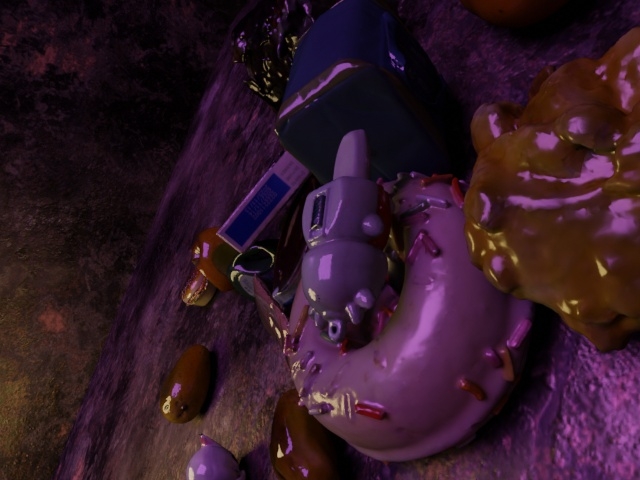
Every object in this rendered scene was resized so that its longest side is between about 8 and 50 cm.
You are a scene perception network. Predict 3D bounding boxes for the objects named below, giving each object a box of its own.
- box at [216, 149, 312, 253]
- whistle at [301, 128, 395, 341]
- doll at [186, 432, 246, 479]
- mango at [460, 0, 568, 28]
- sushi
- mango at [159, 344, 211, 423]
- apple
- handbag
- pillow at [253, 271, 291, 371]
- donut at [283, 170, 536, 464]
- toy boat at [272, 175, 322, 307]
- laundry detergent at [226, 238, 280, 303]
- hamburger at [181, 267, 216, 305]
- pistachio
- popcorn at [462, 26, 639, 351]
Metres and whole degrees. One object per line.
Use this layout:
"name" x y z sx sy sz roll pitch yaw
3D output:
"box" -0.094 -0.097 0.939 0.200 0.065 0.343 -48 7 9
"whistle" 0.030 -0.012 0.512 0.101 0.106 0.254 -5 65 22
"doll" -0.189 0.450 0.795 0.181 0.106 0.111 -94 19 -51
"mango" 0.285 -0.406 0.652 0.175 0.139 0.255 -45 28 26
"sushi" -0.014 -0.425 0.990 0.294 0.299 0.282 1 68 57
"mango" -0.325 0.343 1.108 0.137 0.098 0.195 -46 29 37
"apple" -0.262 0.044 1.184 0.146 0.147 0.163 -1 69 59
"handbag" 0.074 -0.214 0.713 0.222 0.263 0.241 -29 40 37
"pillow" -0.082 0.154 0.846 0.211 0.034 0.136 -137 37 -55
"donut" 0.089 0.079 0.593 0.382 0.142 0.383 -37 39 38
"toy boat" 0.000 0.000 0.803 0.114 0.115 0.262 26 100 55
"laundry detergent" -0.094 0.051 0.919 0.210 0.137 0.063 -33 20 38
"hamburger" -0.358 0.134 1.336 0.126 0.081 0.141 -48 32 27
"pistachio" -0.029 0.291 0.660 0.110 0.100 0.190 -55 30 31
"popcorn" 0.241 -0.045 0.393 0.233 0.192 0.266 -49 50 30
